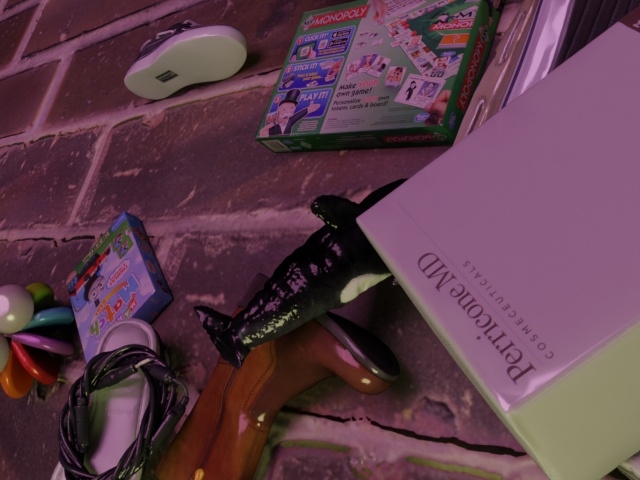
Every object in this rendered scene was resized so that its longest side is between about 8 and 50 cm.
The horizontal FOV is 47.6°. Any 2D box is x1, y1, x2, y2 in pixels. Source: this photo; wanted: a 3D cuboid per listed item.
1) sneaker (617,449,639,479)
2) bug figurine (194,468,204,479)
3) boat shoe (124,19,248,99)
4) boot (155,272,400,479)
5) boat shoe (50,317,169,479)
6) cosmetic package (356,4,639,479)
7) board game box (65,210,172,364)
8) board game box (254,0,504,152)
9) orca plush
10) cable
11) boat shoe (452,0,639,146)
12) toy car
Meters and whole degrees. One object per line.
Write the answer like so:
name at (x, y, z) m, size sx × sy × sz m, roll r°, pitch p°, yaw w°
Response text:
sneaker at (0.303, 0.153, 0.465) m, size 0.232 × 0.090 × 0.115 m, roll 31°, pitch 85°, yaw 47°
bug figurine at (-0.053, 0.326, 0.662) m, size 0.279 × 0.072 × 0.216 m, roll -10°, pitch 77°, yaw 38°
boat shoe at (-0.226, -0.326, 1.238) m, size 0.301 × 0.108 × 0.102 m, roll -9°, pitch 62°, yaw 48°
boot at (-0.063, 0.195, 0.774) m, size 0.264 × 0.096 × 0.280 m, roll 24°, pitch 85°, yaw 45°
boat shoe at (-0.256, 0.254, 0.924) m, size 0.114 × 0.091 × 0.302 m, roll 11°, pitch 69°, yaw 11°
cosmetic package at (0.246, -0.030, 0.516) m, size 0.385 × 0.156 × 0.217 m, roll -37°, pitch 43°, yaw 0°
board game box at (-0.318, 0.074, 1.124) m, size 0.160 × 0.039 × 0.211 m, roll -47°, pitch 44°, yaw 10°
board game box at (0.066, -0.221, 0.939) m, size 0.317 × 0.046 × 0.213 m, roll 5°, pitch 69°, yaw 45°
orca plush at (0.000, 0.000, 0.731) m, size 0.287 × 0.102 × 0.151 m, roll -26°, pitch 24°, yaw -5°
cable at (-0.249, 0.212, 0.857) m, size 0.151 × 0.047 × 0.184 m, roll 30°, pitch 80°, yaw 28°
boat shoe at (0.203, -0.173, 0.671) m, size 0.094 × 0.109 × 0.302 m, roll 20°, pitch 81°, yaw 48°
toy car at (-0.456, 0.160, 1.142) m, size 0.136 × 0.159 × 0.182 m, roll 24°, pitch 82°, yaw 13°
